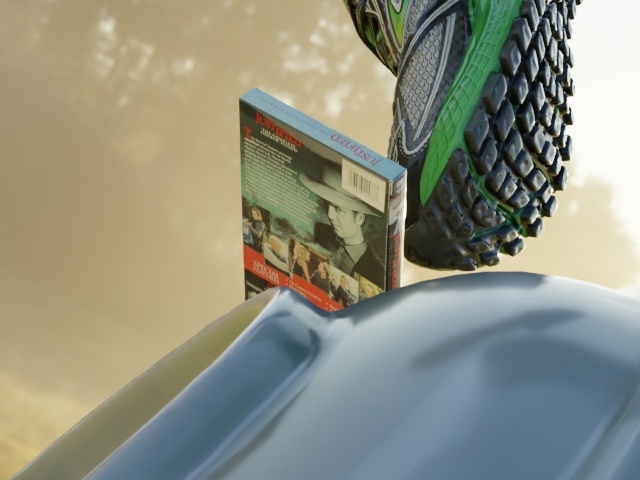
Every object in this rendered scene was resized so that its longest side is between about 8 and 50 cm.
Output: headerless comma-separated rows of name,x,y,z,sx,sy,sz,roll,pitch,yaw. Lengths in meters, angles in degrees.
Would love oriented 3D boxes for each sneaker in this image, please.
sneaker,0.081,-0.119,1.174,0.146,0.343,0.134,-5,-42,20

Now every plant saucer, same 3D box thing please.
plant saucer,-0.062,0.117,0.589,0.100,0.400,0.400,51,-3,-4

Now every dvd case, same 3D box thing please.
dvd case,0.000,0.000,0.822,0.087,0.013,0.119,30,-40,31
